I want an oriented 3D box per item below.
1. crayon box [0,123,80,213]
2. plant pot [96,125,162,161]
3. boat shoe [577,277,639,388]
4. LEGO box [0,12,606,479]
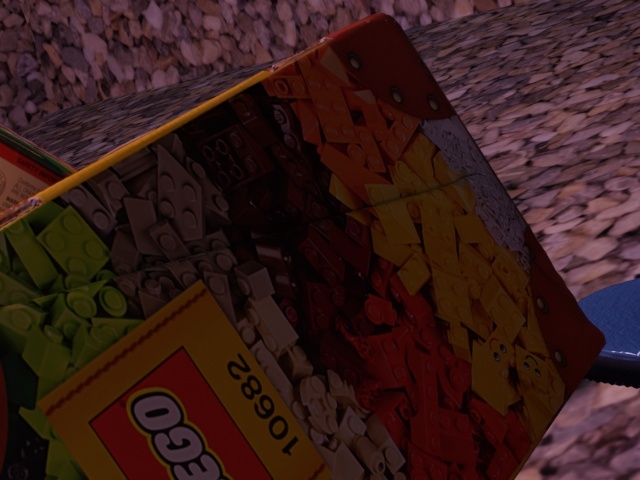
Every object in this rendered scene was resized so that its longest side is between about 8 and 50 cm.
[{"bbox_3d":[-0.198,-0.004,1.051,0.313,0.363,0.106,30,87,47],"label":"crayon box"},{"bbox_3d":[-0.062,-0.030,1.422,0.284,0.191,0.284,-18,14,5],"label":"plant pot"},{"bbox_3d":[0.261,0.078,0.847,0.258,0.089,0.109,2,37,41],"label":"boat shoe"},{"bbox_3d":[-0.171,0.137,0.647,0.500,0.193,0.372,-31,5,36],"label":"LEGO box"}]
